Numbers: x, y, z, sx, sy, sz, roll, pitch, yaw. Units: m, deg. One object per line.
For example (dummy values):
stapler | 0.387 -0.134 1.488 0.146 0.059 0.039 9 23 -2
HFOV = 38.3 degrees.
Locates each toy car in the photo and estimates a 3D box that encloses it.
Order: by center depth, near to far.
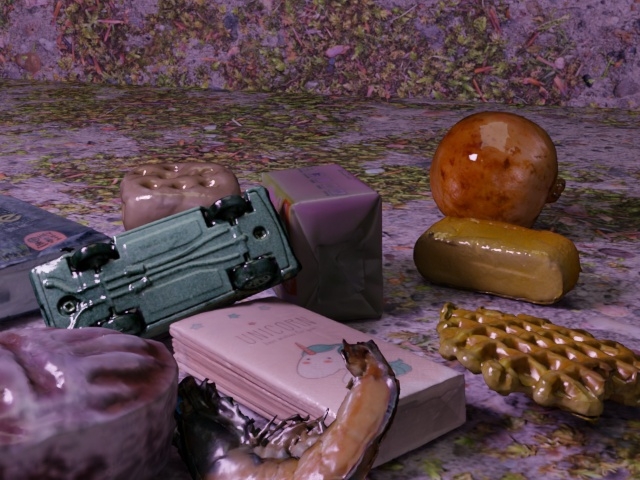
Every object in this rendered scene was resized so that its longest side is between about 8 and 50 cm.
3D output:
toy car | -0.194 0.042 1.169 0.320 0.141 0.097 -21 -19 -11

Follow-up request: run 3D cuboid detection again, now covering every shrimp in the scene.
shrimp | -0.042 0.163 0.886 0.222 0.054 0.290 -44 33 -15

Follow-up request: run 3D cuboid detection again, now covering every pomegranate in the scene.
pomegranate | 0.308 -0.115 1.600 0.248 0.248 0.248 0 18 0

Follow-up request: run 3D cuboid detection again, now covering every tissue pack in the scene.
tissue pack | -0.012 0.148 1.044 0.170 0.071 0.325 -17 24 -39
tissue pack | -0.488 0.023 1.373 0.315 0.103 0.228 17 24 40

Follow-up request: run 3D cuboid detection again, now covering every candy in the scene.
candy | -0.272 0.170 0.849 0.289 0.157 0.214 -7 24 -35

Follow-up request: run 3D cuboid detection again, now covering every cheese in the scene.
cheese | -0.252 -0.063 1.611 0.235 0.117 0.218 18 26 40

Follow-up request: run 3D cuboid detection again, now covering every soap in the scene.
soap | 0.000 0.000 1.314 0.138 0.182 0.199 -5 18 -14

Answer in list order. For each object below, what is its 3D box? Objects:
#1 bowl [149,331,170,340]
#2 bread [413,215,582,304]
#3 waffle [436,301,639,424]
bowl | -0.269 0.070 1.261 0.189 0.086 0.189 0 19 0
bread | 0.260 0.029 1.362 0.245 0.102 0.094 10 27 31
waffle | 0.257 0.134 1.032 0.291 0.051 0.291 12 10 -2
